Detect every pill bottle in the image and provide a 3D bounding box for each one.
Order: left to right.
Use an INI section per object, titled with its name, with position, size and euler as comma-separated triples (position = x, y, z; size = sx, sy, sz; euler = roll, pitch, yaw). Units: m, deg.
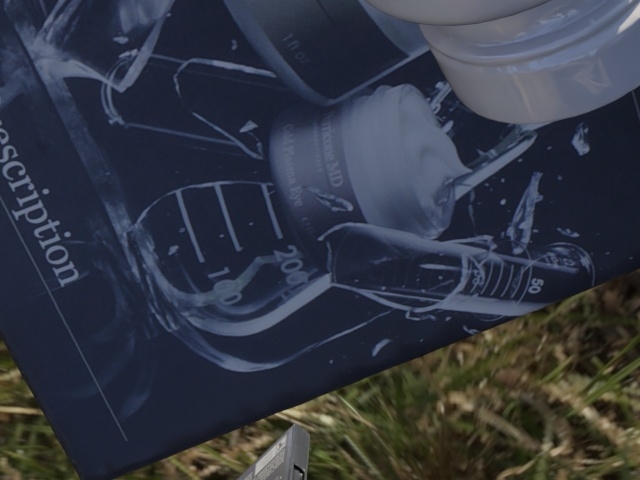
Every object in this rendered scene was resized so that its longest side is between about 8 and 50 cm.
[pill bottle]
position = 0.039, -0.124, 0.436
size = 0.108, 0.180, 0.108
euler = -19, 39, 16

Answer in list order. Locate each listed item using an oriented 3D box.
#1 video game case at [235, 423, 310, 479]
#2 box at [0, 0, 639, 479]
[video game case]
position = -0.086, 0.300, 1.421
size = 0.026, 0.274, 0.196
euler = 39, 109, -14
[box]
position = -0.030, -0.122, 0.670
size = 0.312, 0.179, 0.343
euler = -23, 117, 2
